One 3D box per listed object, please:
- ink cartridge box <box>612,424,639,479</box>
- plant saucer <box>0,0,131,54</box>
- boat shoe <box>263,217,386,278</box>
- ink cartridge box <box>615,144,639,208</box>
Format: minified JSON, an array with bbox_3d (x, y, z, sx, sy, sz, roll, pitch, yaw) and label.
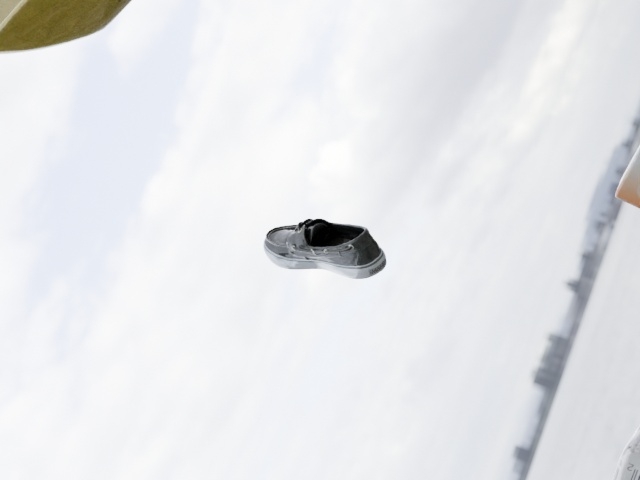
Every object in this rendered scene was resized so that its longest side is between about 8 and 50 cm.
[{"bbox_3d":[0.327,0.296,1.035,0.066,0.296,0.261,-37,-34,-55],"label":"ink cartridge box"},{"bbox_3d":[-0.129,-0.314,1.105,0.333,0.081,0.333,-41,34,22],"label":"plant saucer"},{"bbox_3d":[0.000,0.000,1.262,0.049,0.142,0.040,-43,-56,-31],"label":"boat shoe"},{"bbox_3d":[0.398,-0.089,1.441,0.045,0.145,0.179,-55,-11,-53],"label":"ink cartridge box"}]
